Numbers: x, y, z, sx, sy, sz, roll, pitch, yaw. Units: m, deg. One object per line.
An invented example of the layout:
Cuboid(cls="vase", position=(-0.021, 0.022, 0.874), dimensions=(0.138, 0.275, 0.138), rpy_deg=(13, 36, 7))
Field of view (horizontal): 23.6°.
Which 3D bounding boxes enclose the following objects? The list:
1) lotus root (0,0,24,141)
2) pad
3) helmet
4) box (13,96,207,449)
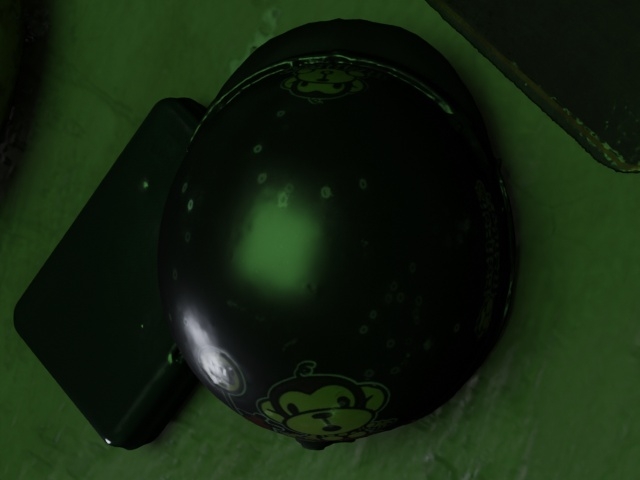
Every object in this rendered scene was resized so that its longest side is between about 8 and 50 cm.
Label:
Cuboid(cls="lotus root", position=(-0.332, -0.125, 1.217), dimensions=(0.173, 0.173, 0.309), rpy_deg=(13, 92, 32))
Cuboid(cls="pad", position=(0.163, -0.266, 0.972), dimensions=(0.375, 0.063, 0.315), rpy_deg=(46, 109, 26))
Cuboid(cls="helmet", position=(0.000, 0.000, 0.964), dimensions=(0.230, 0.160, 0.279), rpy_deg=(4, 98, 15))
Cuboid(cls="box", position=(-0.123, 0.023, 1.132), dimensions=(0.160, 0.050, 0.230), rpy_deg=(46, 108, 27))
